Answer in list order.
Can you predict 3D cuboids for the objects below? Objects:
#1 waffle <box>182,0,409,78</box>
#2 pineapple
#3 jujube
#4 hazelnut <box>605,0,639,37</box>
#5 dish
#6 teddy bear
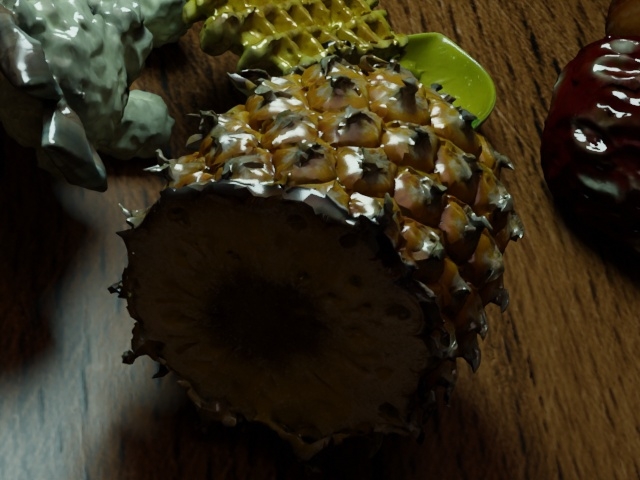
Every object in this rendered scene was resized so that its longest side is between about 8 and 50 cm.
[{"bbox_3d":[-0.037,-0.234,1.781,0.309,0.065,0.283,20,34,-25],"label":"waffle"},{"bbox_3d":[0.002,0.002,1.526,0.352,0.352,0.300,26,35,5],"label":"pineapple"},{"bbox_3d":[0.424,-0.085,1.847,0.377,0.258,0.258,19,41,5],"label":"jujube"},{"bbox_3d":[0.440,-0.265,2.119,0.178,0.178,0.204,21,36,-1],"label":"hazelnut"},{"bbox_3d":[0.114,-0.148,1.910,0.149,0.080,0.207,18,40,-2],"label":"dish"},{"bbox_3d":[-0.206,-0.217,1.674,0.375,0.327,0.362,-32,27,-28],"label":"teddy bear"}]
